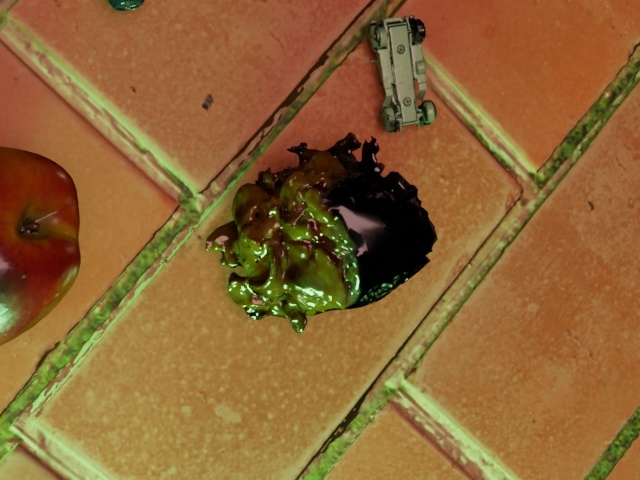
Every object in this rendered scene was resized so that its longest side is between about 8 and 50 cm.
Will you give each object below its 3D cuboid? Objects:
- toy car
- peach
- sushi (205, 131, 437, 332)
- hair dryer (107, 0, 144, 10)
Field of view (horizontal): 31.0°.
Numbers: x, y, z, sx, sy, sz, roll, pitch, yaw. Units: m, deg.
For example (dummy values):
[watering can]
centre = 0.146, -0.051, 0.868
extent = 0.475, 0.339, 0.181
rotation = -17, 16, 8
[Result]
[toy car]
centre = 0.100, -0.210, 1.454
extent = 0.073, 0.054, 0.143
rotation = -13, 100, -17
[peach]
centre = -0.366, 0.004, 1.210
extent = 0.243, 0.243, 0.199
rotation = -46, 124, -13
[sushi]
centre = -0.004, -0.006, 1.361
extent = 0.204, 0.213, 0.200
rotation = -26, 78, -31
[hair dryer]
centre = -0.296, -0.347, 1.320
extent = 0.199, 0.067, 0.167
rotation = 1, 82, -5
